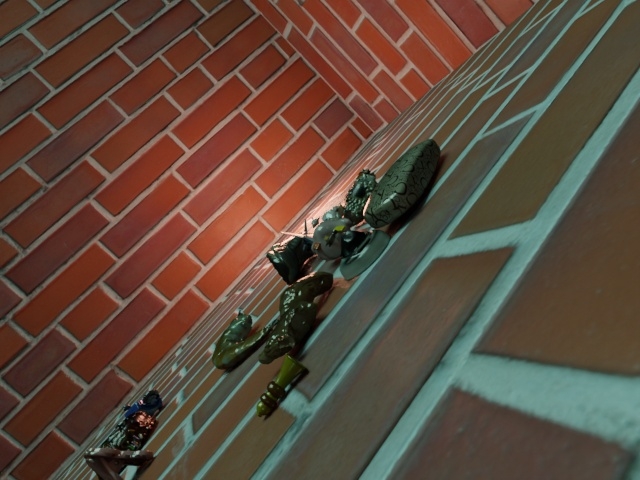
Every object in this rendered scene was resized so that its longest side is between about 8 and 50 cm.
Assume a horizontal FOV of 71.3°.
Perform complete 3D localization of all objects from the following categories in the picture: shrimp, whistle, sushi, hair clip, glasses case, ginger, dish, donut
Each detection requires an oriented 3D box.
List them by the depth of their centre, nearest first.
[{"bbox_3d":[-0.074,0.244,0.754,0.109,0.046,0.057,-52,23,-5],"label":"whistle"},{"bbox_3d":[-0.049,0.146,0.946,0.122,0.084,0.290,-49,5,32],"label":"ginger"},{"bbox_3d":[0.078,0.012,0.991,0.141,0.078,0.141,-44,9,9],"label":"dish"},{"bbox_3d":[0.204,-0.145,1.087,0.137,0.085,0.355,-34,12,40],"label":"glasses case"},{"bbox_3d":[-0.512,0.551,1.126,0.123,0.138,0.102,-49,-1,39],"label":"hair clip"},{"bbox_3d":[-0.231,0.283,1.258,0.185,0.068,0.287,-51,11,-23],"label":"shrimp"},{"bbox_3d":[0.123,-0.118,1.341,0.226,0.097,0.103,-63,7,-15],"label":"sushi"},{"bbox_3d":[-0.631,0.646,1.426,0.235,0.089,0.235,-44,6,6],"label":"donut"}]

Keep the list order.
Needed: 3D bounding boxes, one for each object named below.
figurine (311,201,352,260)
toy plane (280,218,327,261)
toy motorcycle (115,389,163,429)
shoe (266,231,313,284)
[{"bbox_3d":[0.031,-0.021,1.215,0.137,0.112,0.229,-31,26,18],"label":"figurine"},{"bbox_3d":[0.000,0.011,1.371,0.267,0.212,0.088,-126,37,-64],"label":"toy plane"},{"bbox_3d":[-0.640,0.616,1.602,0.205,0.076,0.114,-49,-33,0],"label":"toy motorcycle"},{"bbox_3d":[-0.079,0.043,1.521,0.171,0.132,0.336,-35,8,0],"label":"shoe"}]
